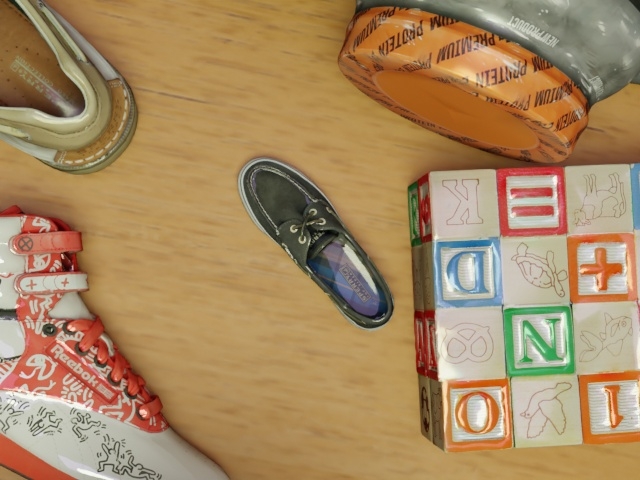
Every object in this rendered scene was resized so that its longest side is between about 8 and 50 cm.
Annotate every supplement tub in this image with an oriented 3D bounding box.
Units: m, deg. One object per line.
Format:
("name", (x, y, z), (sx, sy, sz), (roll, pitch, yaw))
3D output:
("supplement tub", (0.140, -0.220, 0.658), (0.193, 0.193, 0.316), (25, 86, -2))

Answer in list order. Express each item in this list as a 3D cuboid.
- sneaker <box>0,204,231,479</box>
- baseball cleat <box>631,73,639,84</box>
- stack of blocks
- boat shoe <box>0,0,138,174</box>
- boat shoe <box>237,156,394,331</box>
("sneaker", (-0.156, 0.069, 0.671), (0.270, 0.090, 0.145), (23, 88, 0))
("baseball cleat", (0.284, -0.108, 0.702), (0.205, 0.072, 0.110), (-5, 64, 8))
("stack of blocks", (0.212, 0.038, 0.701), (0.297, 0.087, 0.171), (-3, 87, -4))
("boat shoe", (-0.246, -0.154, 0.670), (0.302, 0.103, 0.113), (32, 85, -2))
("boat shoe", (0.000, 0.000, 0.711), (0.049, 0.040, 0.142), (-42, 91, -5))
